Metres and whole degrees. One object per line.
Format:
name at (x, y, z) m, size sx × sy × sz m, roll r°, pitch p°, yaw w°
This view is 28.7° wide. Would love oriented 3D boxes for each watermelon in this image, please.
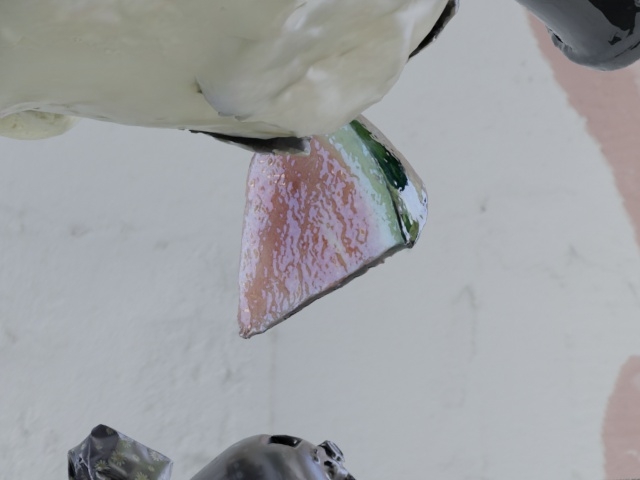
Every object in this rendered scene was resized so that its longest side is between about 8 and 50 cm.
watermelon at (0.020, -0.012, 0.954) m, size 0.136 × 0.202 × 0.207 m, roll 0°, pitch -152°, yaw -29°

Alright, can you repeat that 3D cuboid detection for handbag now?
handbag at (-0.230, 0.289, 1.409) m, size 0.115 × 0.072 × 0.139 m, roll 34°, pitch -151°, yaw -24°

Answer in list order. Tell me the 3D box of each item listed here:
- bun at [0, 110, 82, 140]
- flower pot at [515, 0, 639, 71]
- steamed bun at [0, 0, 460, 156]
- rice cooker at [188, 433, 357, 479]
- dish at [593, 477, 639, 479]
bun at (-0.295, -0.198, 1.164) m, size 0.229 × 0.145 × 0.230 m, roll -2°, pitch -86°, yaw -26°
flower pot at (0.196, -0.361, 1.093) m, size 0.251 × 0.379 × 0.379 m, roll 12°, pitch -113°, yaw -16°
steamed bun at (-0.122, -0.177, 0.391) m, size 0.237 × 0.346 × 0.394 m, roll -35°, pitch -79°, yaw -16°
rice cooker at (-0.043, 0.318, 1.177) m, size 0.224 × 0.267 × 0.267 m, roll -39°, pitch -92°, yaw 7°
dish at (0.295, 0.292, 1.135) m, size 0.212 × 0.077 × 0.151 m, roll -2°, pitch -101°, yaw -6°
